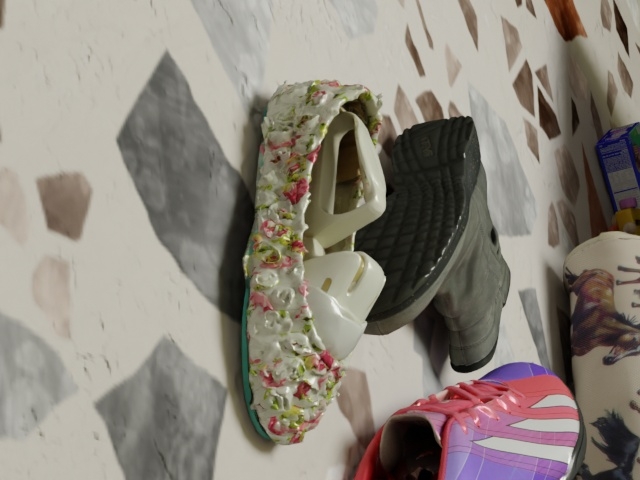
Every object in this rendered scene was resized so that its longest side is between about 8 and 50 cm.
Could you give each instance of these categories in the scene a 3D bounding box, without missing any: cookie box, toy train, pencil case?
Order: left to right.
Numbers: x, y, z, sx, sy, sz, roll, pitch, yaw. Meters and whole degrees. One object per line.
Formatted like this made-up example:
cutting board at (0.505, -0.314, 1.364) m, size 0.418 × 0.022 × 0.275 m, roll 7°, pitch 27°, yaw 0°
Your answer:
cookie box at (0.355, -0.073, 1.640) m, size 0.092 × 0.040 × 0.107 m, roll -36°, pitch 110°, yaw -64°
toy train at (0.341, 0.027, 1.558) m, size 0.166 × 0.046 × 0.125 m, roll 39°, pitch 44°, yaw -47°
pencil case at (0.308, 0.199, 1.264) m, size 0.183 × 0.160 × 0.410 m, roll 32°, pitch 48°, yaw -41°

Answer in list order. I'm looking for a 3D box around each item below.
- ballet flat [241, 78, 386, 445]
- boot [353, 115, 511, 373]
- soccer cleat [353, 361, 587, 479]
ballet flat at (0.000, 0.000, 0.839) m, size 0.091 × 0.077 × 0.240 m, roll 42°, pitch 41°, yaw -50°
boot at (0.090, 0.031, 1.010) m, size 0.246 × 0.084 × 0.161 m, roll -62°, pitch 137°, yaw -53°
soccer cleat at (0.092, 0.139, 0.927) m, size 0.116 × 0.109 × 0.318 m, roll 65°, pitch 30°, yaw -12°
